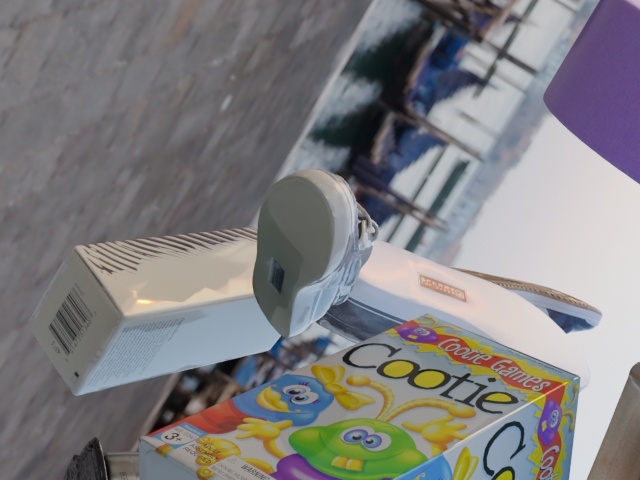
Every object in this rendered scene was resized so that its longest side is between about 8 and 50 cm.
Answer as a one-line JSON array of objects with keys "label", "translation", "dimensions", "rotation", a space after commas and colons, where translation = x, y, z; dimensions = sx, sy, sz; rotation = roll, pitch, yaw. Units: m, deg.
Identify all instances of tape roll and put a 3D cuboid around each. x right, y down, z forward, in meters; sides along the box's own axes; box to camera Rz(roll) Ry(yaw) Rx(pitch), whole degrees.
[{"label": "tape roll", "translation": [0.290, -0.066, 0.818], "dimensions": [0.090, 0.274, 0.275], "rotation": [-62, 174, 19]}]

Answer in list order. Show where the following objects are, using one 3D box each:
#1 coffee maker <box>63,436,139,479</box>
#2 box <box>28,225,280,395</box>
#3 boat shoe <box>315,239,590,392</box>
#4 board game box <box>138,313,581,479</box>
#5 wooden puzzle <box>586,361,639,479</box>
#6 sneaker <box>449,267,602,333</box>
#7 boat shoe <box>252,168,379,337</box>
[{"label": "coffee maker", "translation": [-0.115, 0.220, 0.988], "dimensions": [0.171, 0.178, 0.120], "rotation": [-18, -110, 63]}, {"label": "box", "translation": [-0.137, 0.061, 1.191], "dimensions": [0.275, 0.094, 0.113], "rotation": [-7, 140, -53]}, {"label": "boat shoe", "translation": [0.124, 0.098, 1.222], "dimensions": [0.102, 0.301, 0.108], "rotation": [-57, -161, 33]}, {"label": "board game box", "translation": [0.032, 0.170, 0.810], "dimensions": [0.275, 0.142, 0.144], "rotation": [-19, 119, -42]}, {"label": "wooden puzzle", "translation": [0.319, 0.270, 0.860], "dimensions": [0.080, 0.322, 0.348], "rotation": [-46, 155, -29]}, {"label": "sneaker", "translation": [0.275, 0.137, 1.761], "dimensions": [0.099, 0.282, 0.153], "rotation": [25, -79, 59]}, {"label": "boat shoe", "translation": [0.001, 0.001, 0.969], "dimensions": [0.081, 0.079, 0.227], "rotation": [-30, 162, -23]}]
